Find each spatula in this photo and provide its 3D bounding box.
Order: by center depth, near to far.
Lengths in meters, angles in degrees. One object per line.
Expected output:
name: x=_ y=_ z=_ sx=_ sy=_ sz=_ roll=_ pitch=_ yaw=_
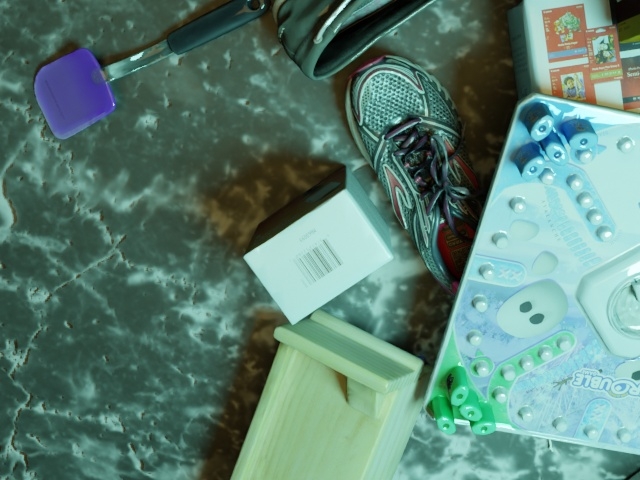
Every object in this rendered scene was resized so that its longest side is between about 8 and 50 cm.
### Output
spatula: x=-0.190 y=-0.210 z=1.169 sx=0.296 sy=0.030 sz=0.084 roll=-25 pitch=97 yaw=7

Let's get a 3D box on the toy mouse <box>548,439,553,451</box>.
toy mouse: x=0.272 y=0.153 z=1.223 sx=0.161 sy=0.031 sz=0.143 roll=44 pitch=99 yaw=-6

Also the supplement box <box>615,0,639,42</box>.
supplement box: x=0.369 y=-0.291 z=0.935 sx=0.191 sy=0.129 sz=0.194 roll=-7 pitch=96 yaw=4

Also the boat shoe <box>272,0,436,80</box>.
boat shoe: x=0.106 y=-0.281 z=1.094 sx=0.335 sy=0.112 sz=0.095 roll=-30 pitch=62 yaw=13

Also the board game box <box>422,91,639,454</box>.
board game box: x=0.343 y=0.070 z=1.090 sx=0.390 sy=0.050 sz=0.390 roll=10 pitch=116 yaw=-7

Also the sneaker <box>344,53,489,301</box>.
sneaker: x=0.128 y=-0.068 z=1.145 sx=0.121 sy=0.112 sz=0.299 roll=-29 pitch=98 yaw=7

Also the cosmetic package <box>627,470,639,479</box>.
cosmetic package: x=0.298 y=0.470 z=1.184 sx=0.453 sy=0.230 sz=0.161 roll=-39 pitch=98 yaw=9

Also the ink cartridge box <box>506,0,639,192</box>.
ink cartridge box: x=0.365 y=-0.208 z=1.098 sx=0.309 sy=0.130 sz=0.272 roll=-8 pitch=96 yaw=3

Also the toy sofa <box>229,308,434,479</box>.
toy sofa: x=-0.012 y=0.274 z=1.215 sx=0.150 sy=0.177 sz=0.362 roll=25 pitch=102 yaw=22

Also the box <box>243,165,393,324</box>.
box: x=0.000 y=0.000 z=1.132 sx=0.130 sy=0.170 sz=0.091 roll=-34 pitch=99 yaw=8
